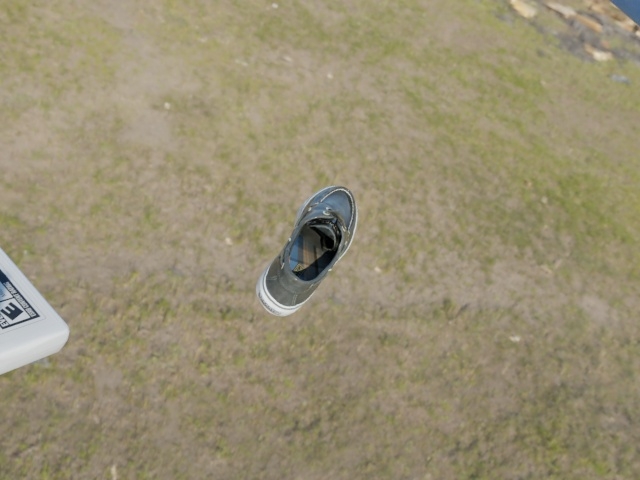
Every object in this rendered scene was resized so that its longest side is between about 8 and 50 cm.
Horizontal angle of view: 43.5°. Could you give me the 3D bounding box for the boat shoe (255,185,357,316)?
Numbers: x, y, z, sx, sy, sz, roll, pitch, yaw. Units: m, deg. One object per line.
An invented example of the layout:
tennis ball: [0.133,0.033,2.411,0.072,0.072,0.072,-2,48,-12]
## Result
boat shoe: [0.000,0.000,0.587,0.049,0.040,0.142,39,43,-7]

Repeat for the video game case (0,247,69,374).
video game case: [-0.412,0.011,0.624,0.329,0.036,0.300,44,32,17]

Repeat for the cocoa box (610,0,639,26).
cocoa box: [0.296,-0.184,0.363,0.231,0.228,0.347,-10,45,-14]
